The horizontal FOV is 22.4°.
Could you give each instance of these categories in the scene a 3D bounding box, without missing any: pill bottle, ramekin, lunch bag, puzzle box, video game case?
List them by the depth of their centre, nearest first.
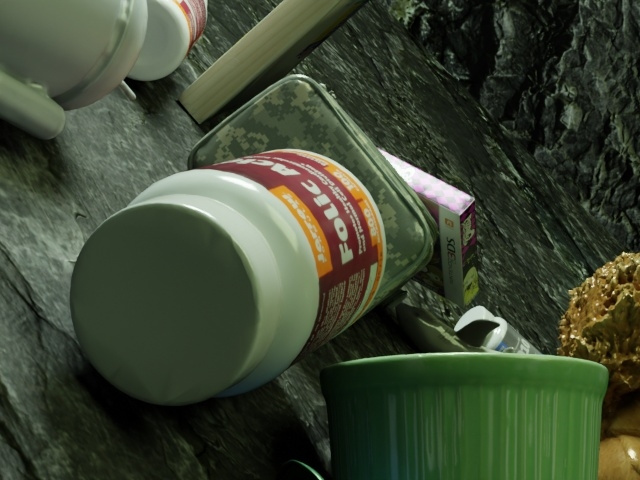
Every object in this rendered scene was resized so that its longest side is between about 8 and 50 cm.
[{"bbox_3d":[-0.085,0.031,1.629,0.224,0.224,0.392,50,18,5],"label":"pill bottle"},{"bbox_3d":[0.150,0.209,1.692,0.303,0.303,0.148,18,69,-57],"label":"ramekin"},{"bbox_3d":[-0.004,-0.043,2.027,0.305,0.212,0.256,52,1,7],"label":"lunch bag"},{"bbox_3d":[-0.218,-0.297,2.166,0.121,0.121,0.221,45,18,-10],"label":"pill bottle"},{"bbox_3d":[0.108,-0.030,2.186,0.232,0.042,0.210,30,-29,26],"label":"video game case"},{"bbox_3d":[-0.040,-0.298,2.341,0.052,0.272,0.409,49,17,-1],"label":"puzzle box"},{"bbox_3d":[0.266,0.163,2.403,0.137,0.078,0.078,41,19,-20],"label":"pill bottle"}]

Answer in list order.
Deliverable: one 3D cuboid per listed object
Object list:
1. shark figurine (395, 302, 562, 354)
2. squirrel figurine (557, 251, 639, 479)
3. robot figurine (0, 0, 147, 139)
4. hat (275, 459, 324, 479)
[{"bbox_3d":[0.231,0.182,2.209,0.116,0.278,0.166,-59,145,-33],"label":"shark figurine"},{"bbox_3d":[0.366,0.217,1.916,0.370,0.281,0.397,-18,90,-60],"label":"squirrel figurine"},{"bbox_3d":[-0.323,-0.258,1.714,0.353,0.200,0.300,25,57,-51],"label":"robot figurine"},{"bbox_3d":[-0.076,0.295,1.417,0.183,0.173,0.208,-18,88,-26],"label":"hat"}]
